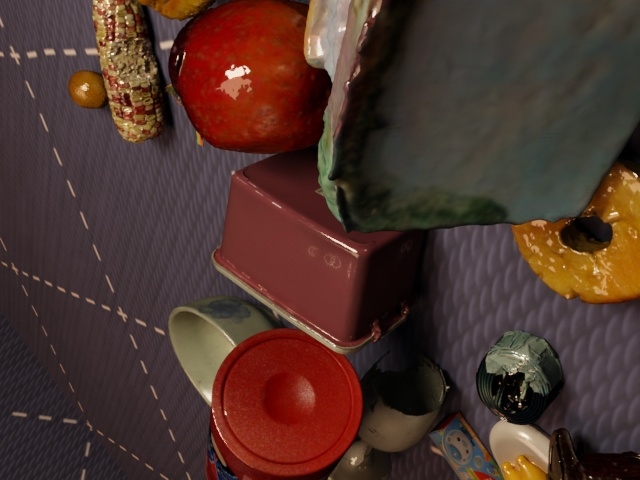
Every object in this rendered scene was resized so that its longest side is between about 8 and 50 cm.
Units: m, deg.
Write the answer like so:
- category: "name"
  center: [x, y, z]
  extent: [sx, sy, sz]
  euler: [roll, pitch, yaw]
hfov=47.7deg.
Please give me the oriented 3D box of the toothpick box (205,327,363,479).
- category: "toothpick box"
  center: [-0.067, 0.289, 1.074]
  extent: [0.204, 0.204, 0.333]
  euler: [44, 152, 17]

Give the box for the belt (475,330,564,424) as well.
- category: "belt"
  center: [0.264, 0.186, 0.966]
  extent: [0.105, 0.058, 0.140]
  euler: [26, 134, 31]

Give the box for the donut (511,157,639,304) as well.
- category: "donut"
  center: [0.295, -0.016, 0.772]
  extent: [0.178, 0.065, 0.162]
  euler: [0, 112, 51]

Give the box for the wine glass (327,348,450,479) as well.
- category: "wine glass"
  center: [0.099, 0.302, 1.181]
  extent: [0.143, 0.143, 0.321]
  euler: [44, 140, 17]

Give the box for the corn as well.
- category: "corn"
  center: [-0.329, -0.308, 1.244]
  extent: [0.098, 0.098, 0.290]
  euler: [25, 131, 36]

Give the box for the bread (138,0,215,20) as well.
- category: "bread"
  center: [-0.100, -0.388, 0.857]
  extent: [0.109, 0.185, 0.380]
  euler: [22, 167, -34]

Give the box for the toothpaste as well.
- category: "toothpaste"
  center: [0.241, 0.368, 1.123]
  extent: [0.193, 0.070, 0.044]
  euler: [55, 143, 2]

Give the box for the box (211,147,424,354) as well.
- category: "box"
  center: [0.000, 0.000, 1.022]
  extent: [0.294, 0.193, 0.168]
  euler: [31, 132, 28]

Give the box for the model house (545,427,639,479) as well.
- category: "model house"
  center: [0.366, 0.350, 0.890]
  extent: [0.164, 0.141, 0.203]
  euler: [6, 88, 7]

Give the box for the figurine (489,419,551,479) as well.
- category: "figurine"
  center: [0.300, 0.391, 1.014]
  extent: [0.250, 0.141, 0.166]
  euler: [48, 145, 12]

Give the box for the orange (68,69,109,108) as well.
- category: "orange"
  center: [-0.450, -0.293, 1.414]
  extent: [0.085, 0.085, 0.085]
  euler: [29, 136, 32]

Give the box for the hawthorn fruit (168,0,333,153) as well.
- category: "hawthorn fruit"
  center: [-0.058, -0.211, 0.917]
  extent: [0.249, 0.215, 0.215]
  euler: [-4, 116, 27]

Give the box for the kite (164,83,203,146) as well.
- category: "kite"
  center: [-0.207, -0.224, 1.236]
  extent: [0.190, 0.010, 0.159]
  euler: [43, 144, 20]

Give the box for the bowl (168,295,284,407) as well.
- category: "bowl"
  center: [-0.149, 0.215, 1.395]
  extent: [0.289, 0.146, 0.289]
  euler: [31, 139, 31]

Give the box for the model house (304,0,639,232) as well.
- category: "model house"
  center: [0.118, -0.247, 0.658]
  extent: [0.360, 0.297, 0.339]
  euler: [104, 156, -45]
